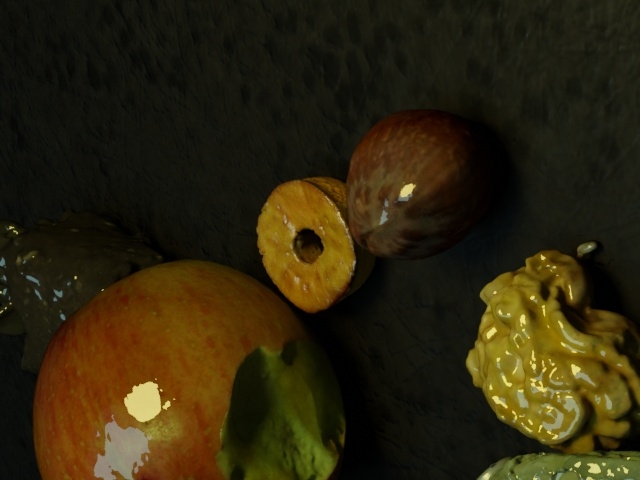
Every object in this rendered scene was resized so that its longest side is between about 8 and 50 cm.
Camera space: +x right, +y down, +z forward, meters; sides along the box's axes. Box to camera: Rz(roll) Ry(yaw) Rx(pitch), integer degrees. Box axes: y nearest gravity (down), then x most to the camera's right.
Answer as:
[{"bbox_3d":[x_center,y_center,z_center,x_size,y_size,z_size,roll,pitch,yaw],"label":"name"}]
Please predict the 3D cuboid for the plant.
[{"bbox_3d":[-0.304,0.073,2.051,0.276,0.199,0.188,20,118,38],"label":"plant"}]

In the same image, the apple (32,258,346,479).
[{"bbox_3d":[-0.145,0.183,1.799,0.339,0.339,0.339,26,126,42],"label":"apple"}]

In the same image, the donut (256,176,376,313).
[{"bbox_3d":[0.000,0.000,1.747,0.152,0.058,0.152,25,125,42],"label":"donut"}]

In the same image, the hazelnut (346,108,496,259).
[{"bbox_3d":[0.089,-0.051,1.549,0.154,0.143,0.143,-31,82,52],"label":"hazelnut"}]

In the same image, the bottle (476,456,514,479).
[{"bbox_3d":[0.233,0.305,1.601,0.217,0.060,0.060,48,139,24],"label":"bottle"}]

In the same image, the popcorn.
[{"bbox_3d":[0.209,0.113,1.477,0.194,0.140,0.163,56,137,19],"label":"popcorn"}]

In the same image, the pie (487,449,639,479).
[{"bbox_3d":[0.290,0.264,1.416,0.306,0.071,0.306,21,150,13],"label":"pie"}]
